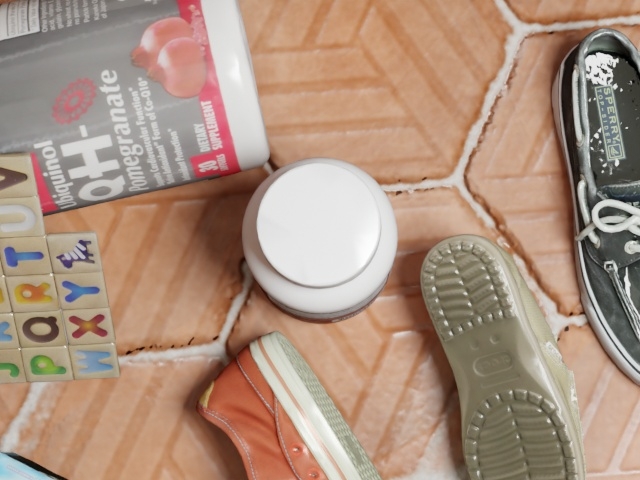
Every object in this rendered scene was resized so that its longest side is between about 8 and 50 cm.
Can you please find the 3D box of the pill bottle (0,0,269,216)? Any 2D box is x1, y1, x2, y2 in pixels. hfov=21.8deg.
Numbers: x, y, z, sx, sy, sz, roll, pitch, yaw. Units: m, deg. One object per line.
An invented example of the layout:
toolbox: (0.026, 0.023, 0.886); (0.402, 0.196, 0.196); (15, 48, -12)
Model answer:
pill bottle: (-0.211, -0.112, 1.346); (0.318, 0.176, 0.176); (-13, 83, 0)

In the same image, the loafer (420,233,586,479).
loafer: (0.161, 0.116, 1.355); (0.102, 0.092, 0.268); (-11, 99, 26)

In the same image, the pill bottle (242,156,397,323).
pill bottle: (0.000, 0.000, 1.308); (0.121, 0.216, 0.121); (0, 83, 1)

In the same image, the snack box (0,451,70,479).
snack box: (-0.159, 0.327, 1.352); (0.322, 0.060, 0.187); (26, 85, 4)

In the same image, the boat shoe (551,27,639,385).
boat shoe: (0.265, -0.025, 1.362); (0.113, 0.105, 0.306); (-8, 83, 0)

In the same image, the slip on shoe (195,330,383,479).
slip on shoe: (0.009, 0.234, 1.336); (0.101, 0.123, 0.331); (-33, 79, 6)

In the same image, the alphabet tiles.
alphabet tiles: (-0.273, 0.029, 1.330); (0.198, 0.237, 0.009); (-3, 40, 1)
